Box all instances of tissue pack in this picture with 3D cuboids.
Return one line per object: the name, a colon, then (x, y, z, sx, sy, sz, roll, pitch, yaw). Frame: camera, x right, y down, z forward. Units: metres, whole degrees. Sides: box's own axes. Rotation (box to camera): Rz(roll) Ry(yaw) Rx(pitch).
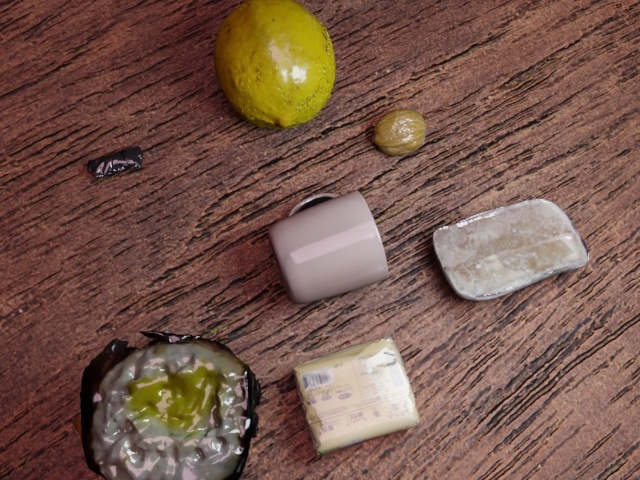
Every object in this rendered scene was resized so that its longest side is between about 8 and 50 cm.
tissue pack: (0.070, 0.304, 1.282, 0.222, 0.090, 0.186, -16, 73, -9)

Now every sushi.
sushi: (-0.257, 0.309, 1.158, 0.299, 0.294, 0.282, 18, 77, 3)

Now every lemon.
lemon: (-0.099, -0.384, 1.387, 0.257, 0.258, 0.310, -19, 71, -8)

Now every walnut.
walnut: (0.174, -0.240, 1.443, 0.124, 0.105, 0.105, -11, 74, 5)

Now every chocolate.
chocolate: (0.392, 0.027, 1.375, 0.303, 0.100, 0.185, -16, 65, -10)

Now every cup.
cup: (0.000, 0.000, 1.332, 0.200, 0.192, 0.253, -19, 46, -5)

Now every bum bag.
bum bag: (-0.447, -0.170, 1.420, 0.124, 0.034, 0.058, -21, 62, -9)

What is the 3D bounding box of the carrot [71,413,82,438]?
carrot: (-0.397, 0.419, 1.242, 0.061, 0.061, 0.210, -32, 81, -11)
